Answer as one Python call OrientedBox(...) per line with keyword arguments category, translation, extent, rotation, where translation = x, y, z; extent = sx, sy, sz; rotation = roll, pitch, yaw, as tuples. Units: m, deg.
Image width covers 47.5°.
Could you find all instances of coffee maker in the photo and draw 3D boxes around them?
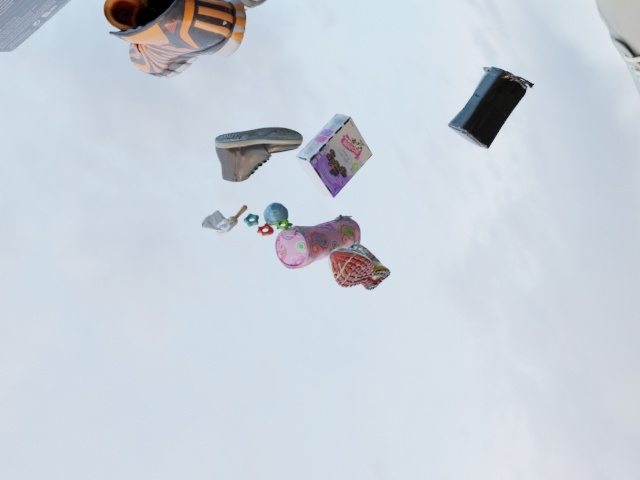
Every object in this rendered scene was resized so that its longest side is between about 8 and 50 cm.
OrientedBox(category="coffee maker", translation=(0.407, -0.324, 1.770), extent=(0.120, 0.178, 0.171), rotation=(32, -175, -2))

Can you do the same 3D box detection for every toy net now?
OrientedBox(category="toy net", translation=(-0.193, -0.041, 1.909), extent=(0.045, 0.232, 0.122), rotation=(87, 169, -51))

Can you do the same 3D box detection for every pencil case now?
OrientedBox(category="pencil case", translation=(0.000, 0.000, 2.017), extent=(0.284, 0.124, 0.124), rotation=(-16, -99, -52))

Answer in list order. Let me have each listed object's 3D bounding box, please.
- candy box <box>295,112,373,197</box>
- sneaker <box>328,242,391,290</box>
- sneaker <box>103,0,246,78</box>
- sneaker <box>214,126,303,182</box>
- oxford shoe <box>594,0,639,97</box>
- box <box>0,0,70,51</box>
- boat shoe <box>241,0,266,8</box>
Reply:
OrientedBox(category="candy box", translation=(0.045, -0.256, 2.193), extent=(0.196, 0.070, 0.164), rotation=(-49, -50, -15))
OrientedBox(category="sneaker", translation=(0.071, 0.052, 1.623), extent=(0.092, 0.088, 0.225), rotation=(51, -168, 25))
OrientedBox(category="sneaker", translation=(-0.273, -0.348, 1.164), extent=(0.180, 0.321, 0.124), rotation=(5, -94, -39))
OrientedBox(category="sneaker", translation=(-0.151, -0.218, 1.849), extent=(0.083, 0.222, 0.118), rotation=(-90, -4, -57))
OrientedBox(category="oxford shoe", translation=(0.602, -0.326, 1.266), extent=(0.449, 0.169, 0.130), rotation=(41, -124, -40))
OrientedBox(category="box", translation=(-0.663, -0.492, 1.225), extent=(0.293, 0.212, 0.395), rotation=(57, -158, -6))
OrientedBox(category="boat shoe", translation=(-0.078, -0.612, 1.462), extent=(0.112, 0.096, 0.335), rotation=(39, -117, -31))
